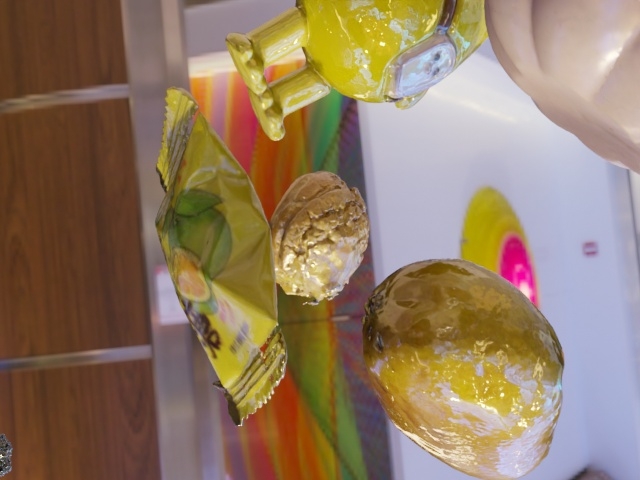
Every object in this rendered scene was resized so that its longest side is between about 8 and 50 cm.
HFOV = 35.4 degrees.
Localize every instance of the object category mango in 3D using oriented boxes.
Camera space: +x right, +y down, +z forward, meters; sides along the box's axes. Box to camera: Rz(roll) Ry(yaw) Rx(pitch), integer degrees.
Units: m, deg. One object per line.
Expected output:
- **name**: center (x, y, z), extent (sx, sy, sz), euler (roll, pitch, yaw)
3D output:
- **mango**: center (0.126, 0.118, 0.849), extent (0.167, 0.130, 0.262), euler (14, 148, 26)

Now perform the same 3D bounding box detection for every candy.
- **candy**: center (-0.099, 0.013, 0.948), extent (0.081, 0.297, 0.187), euler (-14, 160, -25)

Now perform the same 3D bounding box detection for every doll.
- **doll**: center (0.090, -0.215, 0.879), extent (0.363, 0.145, 0.199), euler (-31, 139, -11)

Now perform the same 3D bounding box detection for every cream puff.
- **cream puff**: center (0.000, 0.000, 1.415), extent (0.129, 0.189, 0.189), euler (26, -171, 22)

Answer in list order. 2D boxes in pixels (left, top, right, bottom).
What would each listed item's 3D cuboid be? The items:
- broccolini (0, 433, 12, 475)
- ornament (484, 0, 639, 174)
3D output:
- **broccolini**: center (-0.484, 0.284, 1.266), extent (0.202, 0.068, 0.091), euler (-18, 162, 10)
- **ornament**: center (0.166, -0.115, 0.445), extent (0.177, 0.178, 0.177), euler (-6, 177, 0)
